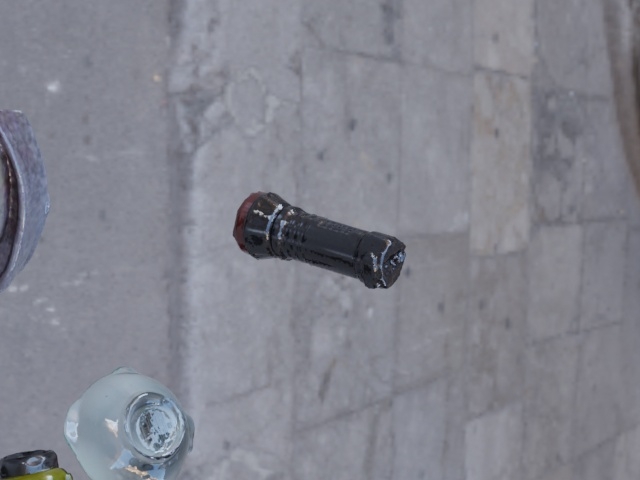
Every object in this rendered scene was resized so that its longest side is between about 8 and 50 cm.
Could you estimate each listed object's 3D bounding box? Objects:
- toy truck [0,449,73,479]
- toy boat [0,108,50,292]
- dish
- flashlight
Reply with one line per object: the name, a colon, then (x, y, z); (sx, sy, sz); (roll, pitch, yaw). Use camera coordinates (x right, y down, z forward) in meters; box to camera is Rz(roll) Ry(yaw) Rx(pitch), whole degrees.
toy truck: (-0.392, 0.334, 1.279); (0.165, 0.224, 0.147); (163, -78, -81)
toy boat: (-0.452, -0.044, 1.369); (0.293, 0.111, 0.276); (-7, 116, -66)
dish: (-0.265, 0.298, 1.642); (0.224, 0.078, 0.246); (10, 63, -39)
flashlight: (0.000, 0.000, 1.414); (0.093, 0.232, 0.093); (-31, 128, -50)
